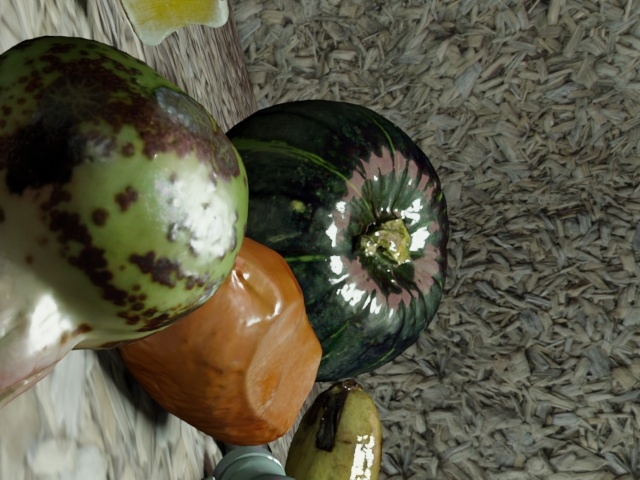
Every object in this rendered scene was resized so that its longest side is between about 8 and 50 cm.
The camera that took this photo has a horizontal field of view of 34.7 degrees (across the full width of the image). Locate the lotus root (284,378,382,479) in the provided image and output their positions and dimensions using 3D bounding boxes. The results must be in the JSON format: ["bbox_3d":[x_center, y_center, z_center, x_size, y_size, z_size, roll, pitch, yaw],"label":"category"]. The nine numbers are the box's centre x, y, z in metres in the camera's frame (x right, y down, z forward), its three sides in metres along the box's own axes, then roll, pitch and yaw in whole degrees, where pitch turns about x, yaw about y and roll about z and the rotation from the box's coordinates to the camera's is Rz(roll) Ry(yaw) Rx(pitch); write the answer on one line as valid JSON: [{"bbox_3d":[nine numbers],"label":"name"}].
[{"bbox_3d":[0.001,0.275,1.109,0.110,0.097,0.258,-5,-122,58],"label":"lotus root"}]

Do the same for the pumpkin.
[{"bbox_3d":[0.000,0.000,1.162,0.323,0.241,0.323,5,84,-52],"label":"pumpkin"}]

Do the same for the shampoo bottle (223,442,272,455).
[{"bbox_3d":[-0.077,0.226,1.082,0.165,0.040,0.079,75,10,-59],"label":"shampoo bottle"}]

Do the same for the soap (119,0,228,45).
[{"bbox_3d":[-0.150,-0.316,0.834,0.173,0.089,0.274,78,-4,-60],"label":"soap"}]

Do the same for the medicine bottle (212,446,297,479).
[{"bbox_3d":[-0.033,0.246,0.854,0.217,0.091,0.090,-146,-139,-66],"label":"medicine bottle"}]

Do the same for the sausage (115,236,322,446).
[{"bbox_3d":[-0.075,0.069,0.727,0.258,0.133,0.133,74,3,-66],"label":"sausage"}]

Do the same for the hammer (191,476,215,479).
[{"bbox_3d":[-0.095,0.215,0.707,0.246,0.029,0.103,68,10,-75],"label":"hammer"}]

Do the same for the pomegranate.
[{"bbox_3d":[-0.098,0.003,0.403,0.126,0.138,0.163,28,62,-42],"label":"pomegranate"}]
